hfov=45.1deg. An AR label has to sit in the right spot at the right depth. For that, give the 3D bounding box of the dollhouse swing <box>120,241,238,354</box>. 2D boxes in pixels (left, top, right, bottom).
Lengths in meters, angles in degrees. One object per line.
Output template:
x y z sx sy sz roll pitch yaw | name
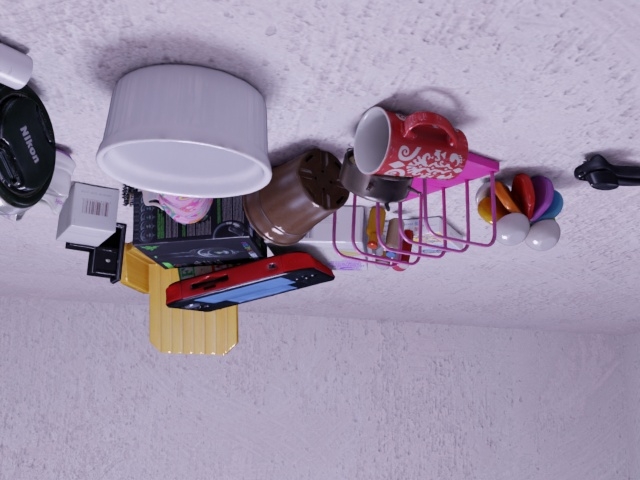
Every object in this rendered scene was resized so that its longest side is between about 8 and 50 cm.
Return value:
-0.424 0.182 2.360 0.347 0.305 0.315 1 166 10 | dollhouse swing

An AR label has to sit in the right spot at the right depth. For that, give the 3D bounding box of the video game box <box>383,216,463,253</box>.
0.253 -0.008 2.003 0.187 0.048 0.205 -2 165 27 | video game box

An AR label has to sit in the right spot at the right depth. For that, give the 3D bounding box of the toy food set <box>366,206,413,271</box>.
0.166 0.028 1.890 0.111 0.104 0.232 8 148 9 | toy food set

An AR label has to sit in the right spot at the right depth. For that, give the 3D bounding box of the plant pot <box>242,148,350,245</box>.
-0.040 -0.094 1.513 0.167 0.167 0.165 12 155 -35 | plant pot

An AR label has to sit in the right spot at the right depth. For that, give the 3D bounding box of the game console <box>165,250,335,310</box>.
-0.175 0.120 1.984 0.386 0.060 0.342 -14 165 10 | game console

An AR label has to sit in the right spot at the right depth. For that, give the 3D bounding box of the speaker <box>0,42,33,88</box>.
-0.479 -0.263 1.089 0.055 0.055 0.136 -7 163 34 | speaker

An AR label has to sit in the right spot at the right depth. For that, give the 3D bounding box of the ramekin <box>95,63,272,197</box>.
-0.214 -0.172 1.244 0.277 0.135 0.277 2 165 0 | ramekin

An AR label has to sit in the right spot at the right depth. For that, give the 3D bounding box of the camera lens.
-0.585 -0.148 1.229 0.274 0.219 0.219 -1 166 13 | camera lens

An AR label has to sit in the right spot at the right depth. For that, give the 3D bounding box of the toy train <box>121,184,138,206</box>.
-0.434 -0.109 1.764 0.036 0.027 0.158 -6 168 -18 | toy train

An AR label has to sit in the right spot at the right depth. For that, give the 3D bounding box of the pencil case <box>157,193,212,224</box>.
-0.277 -0.117 1.507 0.124 0.124 0.284 3 168 -4 | pencil case

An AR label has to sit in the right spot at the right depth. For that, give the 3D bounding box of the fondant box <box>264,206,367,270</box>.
0.000 0.000 1.983 0.238 0.096 0.330 1 167 6 | fondant box

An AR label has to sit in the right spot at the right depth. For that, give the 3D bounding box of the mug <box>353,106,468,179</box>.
0.165 -0.154 1.290 0.169 0.113 0.150 6 -175 -29 | mug

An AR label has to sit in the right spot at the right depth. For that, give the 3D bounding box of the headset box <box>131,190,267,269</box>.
-0.283 -0.028 1.800 0.283 0.131 0.246 -4 165 4 | headset box

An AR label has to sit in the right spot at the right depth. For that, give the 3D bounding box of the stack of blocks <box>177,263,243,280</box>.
-0.276 0.086 2.066 0.171 0.087 0.297 -11 165 -4 | stack of blocks

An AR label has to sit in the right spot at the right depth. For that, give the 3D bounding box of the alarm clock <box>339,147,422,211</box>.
0.093 -0.122 1.386 0.129 0.064 0.192 3 -149 -24 | alarm clock

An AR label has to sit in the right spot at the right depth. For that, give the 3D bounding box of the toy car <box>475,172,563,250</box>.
0.417 -0.074 1.573 0.182 0.159 0.136 9 128 -24 | toy car

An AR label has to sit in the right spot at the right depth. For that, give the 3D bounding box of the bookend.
-0.611 0.025 2.059 0.157 0.156 0.072 11 164 -28 | bookend

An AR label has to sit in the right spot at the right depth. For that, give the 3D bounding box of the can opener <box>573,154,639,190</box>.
0.561 -0.123 1.475 0.186 0.073 0.059 1 161 -33 | can opener

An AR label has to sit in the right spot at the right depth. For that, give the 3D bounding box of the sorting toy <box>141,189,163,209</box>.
-0.352 -0.106 1.655 0.045 0.075 0.083 -10 162 42 | sorting toy

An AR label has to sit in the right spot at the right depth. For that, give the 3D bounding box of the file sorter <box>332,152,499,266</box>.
0.181 -0.058 1.536 0.202 0.182 0.291 12 163 -34 | file sorter

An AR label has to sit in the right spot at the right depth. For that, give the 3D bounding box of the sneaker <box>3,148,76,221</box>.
-0.642 -0.119 1.500 0.305 0.152 0.114 5 168 -4 | sneaker

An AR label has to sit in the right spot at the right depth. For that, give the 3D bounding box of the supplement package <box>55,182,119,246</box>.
-0.551 -0.058 1.820 0.105 0.105 0.179 9 164 -28 | supplement package
